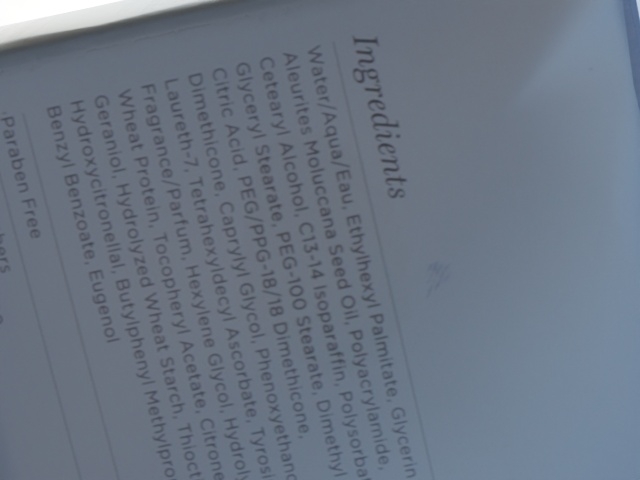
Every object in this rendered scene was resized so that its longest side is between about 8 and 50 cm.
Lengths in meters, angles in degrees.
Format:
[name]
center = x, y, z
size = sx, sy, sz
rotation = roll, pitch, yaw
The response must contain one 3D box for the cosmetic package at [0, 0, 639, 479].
[cosmetic package]
center = 0.000, 0.000, 0.532
size = 0.183, 0.151, 0.151
rotation = -12, -169, 4
